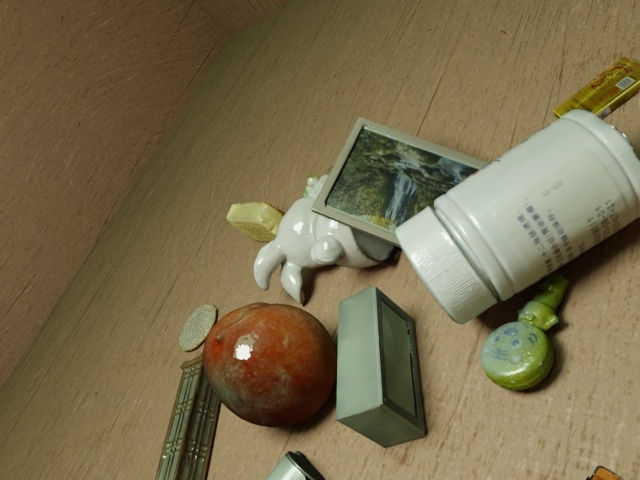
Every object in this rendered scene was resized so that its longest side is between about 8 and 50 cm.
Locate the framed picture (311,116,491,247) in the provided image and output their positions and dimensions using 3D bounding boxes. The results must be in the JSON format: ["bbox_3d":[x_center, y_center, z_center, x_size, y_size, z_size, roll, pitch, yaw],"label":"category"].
[{"bbox_3d":[0.175,-0.095,1.017,0.324,0.020,0.240,24,70,11],"label":"framed picture"}]

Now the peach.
[{"bbox_3d":[-0.101,0.231,1.008,0.252,0.252,0.252,-30,38,26],"label":"peach"}]

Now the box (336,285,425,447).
[{"bbox_3d":[0.101,0.208,0.889,0.086,0.129,0.225,-29,38,29],"label":"box"}]

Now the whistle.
[{"bbox_3d":[0.316,0.135,0.791,0.198,0.057,0.104,-52,27,-19],"label":"whistle"}]

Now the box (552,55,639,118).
[{"bbox_3d":[0.522,-0.269,0.979,0.156,0.022,0.089,-40,36,14],"label":"box"}]

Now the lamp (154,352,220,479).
[{"bbox_3d":[-0.285,0.415,1.166,0.090,0.089,0.325,-28,38,31],"label":"lamp"}]

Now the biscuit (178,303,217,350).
[{"bbox_3d":[-0.342,0.241,1.468,0.152,0.020,0.152,-31,37,28],"label":"biscuit"}]

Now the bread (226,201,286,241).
[{"bbox_3d":[-0.164,-0.051,1.460,0.188,0.125,0.068,3,61,51],"label":"bread"}]

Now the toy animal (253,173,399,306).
[{"bbox_3d":[0.004,-0.003,1.164,0.310,0.183,0.247,-12,48,43],"label":"toy animal"}]

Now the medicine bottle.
[{"bbox_3d":[0.296,-0.030,0.809,0.332,0.190,0.190,-34,35,7],"label":"medicine bottle"}]

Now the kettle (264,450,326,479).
[{"bbox_3d":[-0.063,0.443,0.893,0.098,0.127,0.148,32,79,24],"label":"kettle"}]

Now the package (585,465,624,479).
[{"bbox_3d":[0.330,0.318,0.600,0.110,0.033,0.077,-52,23,-13],"label":"package"}]
